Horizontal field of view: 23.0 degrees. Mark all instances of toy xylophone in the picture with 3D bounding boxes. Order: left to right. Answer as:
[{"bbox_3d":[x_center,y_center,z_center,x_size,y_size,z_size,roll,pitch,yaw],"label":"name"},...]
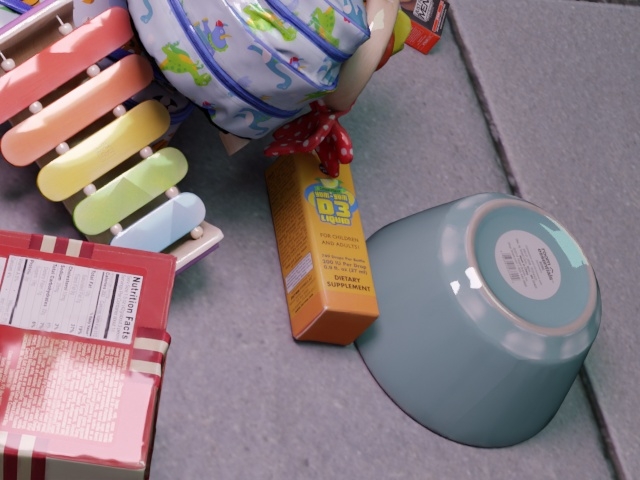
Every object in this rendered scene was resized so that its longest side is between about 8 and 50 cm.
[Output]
[{"bbox_3d":[-0.214,-0.117,1.668,0.236,0.081,0.322,-43,102,-15],"label":"toy xylophone"}]

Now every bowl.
[{"bbox_3d":[0.203,0.068,1.835,0.312,0.163,0.311,16,54,-23],"label":"bowl"}]

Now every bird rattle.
[{"bbox_3d":[0.021,-0.207,1.777,0.143,0.207,0.253,29,48,-7],"label":"bird rattle"}]

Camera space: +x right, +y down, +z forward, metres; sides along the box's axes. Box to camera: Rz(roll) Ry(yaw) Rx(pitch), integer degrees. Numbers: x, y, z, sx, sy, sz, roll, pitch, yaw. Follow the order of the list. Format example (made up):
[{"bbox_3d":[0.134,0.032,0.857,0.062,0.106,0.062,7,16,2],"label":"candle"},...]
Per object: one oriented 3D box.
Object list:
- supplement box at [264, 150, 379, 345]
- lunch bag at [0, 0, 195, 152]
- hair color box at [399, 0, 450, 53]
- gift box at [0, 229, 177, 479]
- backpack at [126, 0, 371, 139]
[{"bbox_3d":[0.000,0.000,1.809,0.078,0.080,0.233,8,53,-29],"label":"supplement box"},{"bbox_3d":[-0.260,-0.237,1.784,0.303,0.115,0.243,25,52,-15],"label":"lunch bag"},{"bbox_3d":[0.099,-0.316,2.108,0.141,0.043,0.072,27,50,-13],"label":"hair color box"},{"bbox_3d":[-0.275,0.143,1.428,0.276,0.258,0.255,12,54,-1],"label":"gift box"},{"bbox_3d":[-0.088,-0.280,1.657,0.290,0.273,0.355,43,41,-42],"label":"backpack"}]
